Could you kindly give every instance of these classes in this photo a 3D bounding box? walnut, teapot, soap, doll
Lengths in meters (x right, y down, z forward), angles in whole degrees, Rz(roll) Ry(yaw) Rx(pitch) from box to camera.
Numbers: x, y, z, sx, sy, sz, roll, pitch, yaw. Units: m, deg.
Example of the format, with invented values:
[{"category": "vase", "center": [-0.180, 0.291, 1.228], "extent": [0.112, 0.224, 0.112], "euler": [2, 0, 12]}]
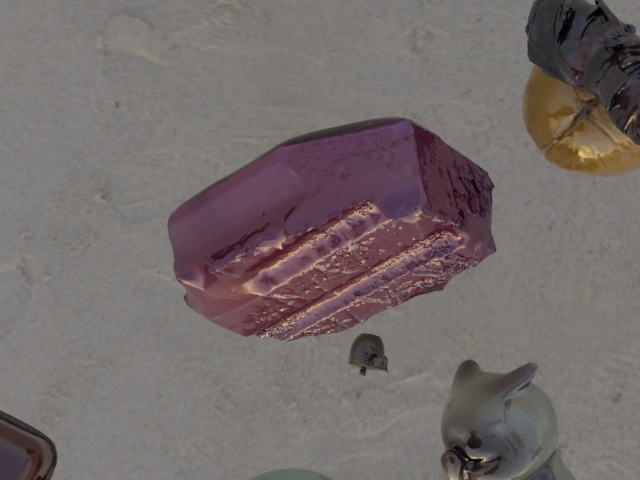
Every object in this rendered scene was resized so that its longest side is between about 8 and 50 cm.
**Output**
[{"category": "walnut", "center": [0.362, -0.175, 1.047], "extent": [0.193, 0.225, 0.193], "euler": [5, 98, 33]}, {"category": "teapot", "center": [0.103, 0.219, 1.540], "extent": [0.085, 0.110, 0.080], "euler": [15, 76, -14]}, {"category": "soap", "center": [0.000, 0.000, 0.837], "extent": [0.325, 0.127, 0.220], "euler": [-30, 138, 34]}, {"category": "doll", "center": [0.325, 0.400, 1.365], "extent": [0.370, 0.226, 0.215], "euler": [62, 156, -7]}]

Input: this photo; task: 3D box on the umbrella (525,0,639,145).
[{"category": "umbrella", "center": [0.284, -0.146, 0.734], "extent": [0.090, 0.326, 0.094], "euler": [-34, 128, 4]}]

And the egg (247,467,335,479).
[{"category": "egg", "center": [-0.047, 0.432, 1.164], "extent": [0.282, 0.203, 0.203], "euler": [-32, 93, 48]}]

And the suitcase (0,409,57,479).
[{"category": "suitcase", "center": [-0.478, 0.334, 0.979], "extent": [0.236, 0.161, 0.297], "euler": [27, 73, -2]}]
